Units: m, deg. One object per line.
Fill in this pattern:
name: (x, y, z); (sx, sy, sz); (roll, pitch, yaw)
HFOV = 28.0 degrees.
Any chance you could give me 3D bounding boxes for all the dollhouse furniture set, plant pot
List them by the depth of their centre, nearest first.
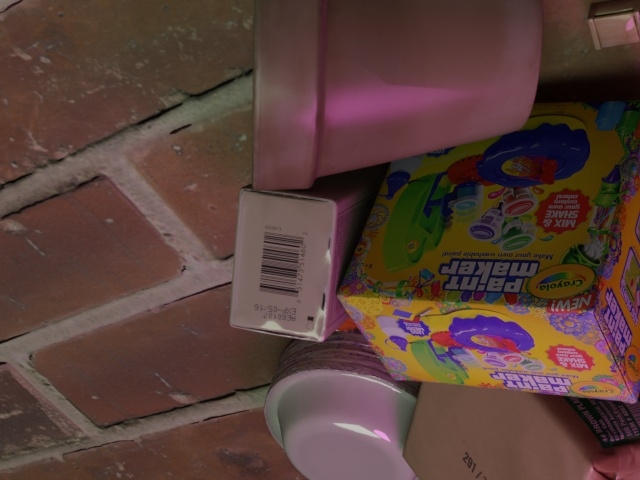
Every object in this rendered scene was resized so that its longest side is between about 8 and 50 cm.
plant pot: (0.069, -0.211, 1.313); (0.280, 0.323, 0.323); (0, 137, -4)
dollhouse furniture set: (0.385, -0.169, 1.347); (0.182, 0.101, 0.161); (-6, 131, 26)

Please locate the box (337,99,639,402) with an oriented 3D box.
box: (0.219, 0.007, 1.417); (0.290, 0.279, 0.177); (1, 144, 31)

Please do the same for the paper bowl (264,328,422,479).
paper bowl: (0.055, 0.270, 1.893); (0.284, 0.148, 0.284); (10, 137, 10)

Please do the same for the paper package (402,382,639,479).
paper package: (0.271, 0.259, 1.629); (0.168, 0.325, 0.309); (-11, 131, -26)

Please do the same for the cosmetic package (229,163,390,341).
cosmetic package: (0.000, 0.000, 1.493); (0.113, 0.309, 0.160); (8, 101, 13)

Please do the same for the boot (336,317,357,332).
boot: (0.055, 0.099, 1.787); (0.158, 0.059, 0.084); (18, 141, 15)
